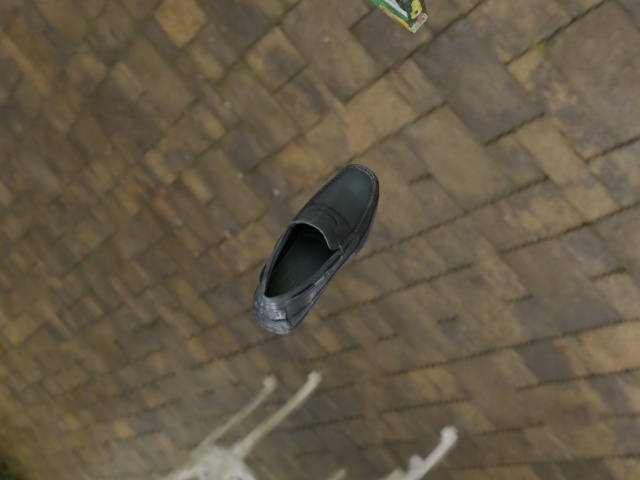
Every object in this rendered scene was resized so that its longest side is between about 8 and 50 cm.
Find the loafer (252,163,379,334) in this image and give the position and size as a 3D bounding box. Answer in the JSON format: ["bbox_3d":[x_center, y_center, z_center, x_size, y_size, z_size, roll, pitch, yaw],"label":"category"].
[{"bbox_3d":[0.000,0.000,1.409,0.076,0.223,0.078,26,153,15],"label":"loafer"}]

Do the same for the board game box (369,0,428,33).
[{"bbox_3d":[-0.003,-0.315,1.330,0.259,0.030,0.136,39,179,16],"label":"board game box"}]
